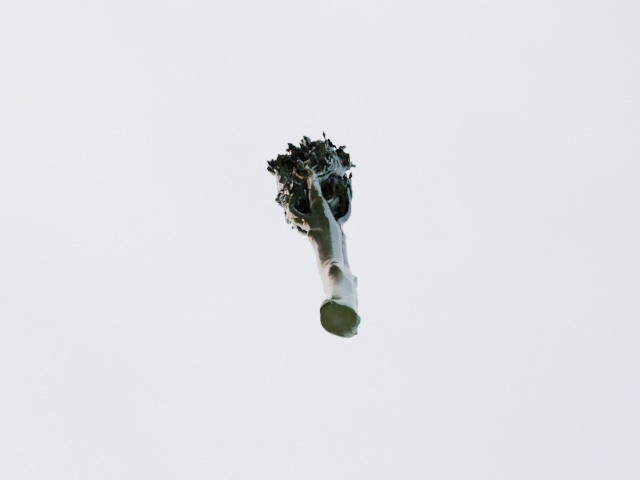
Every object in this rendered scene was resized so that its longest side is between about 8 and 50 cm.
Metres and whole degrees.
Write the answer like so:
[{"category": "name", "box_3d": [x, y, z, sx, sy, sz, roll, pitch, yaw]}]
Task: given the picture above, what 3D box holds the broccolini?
[{"category": "broccolini", "box_3d": [0.000, 0.000, 1.019, 0.051, 0.054, 0.239, -55, -164, 17]}]
